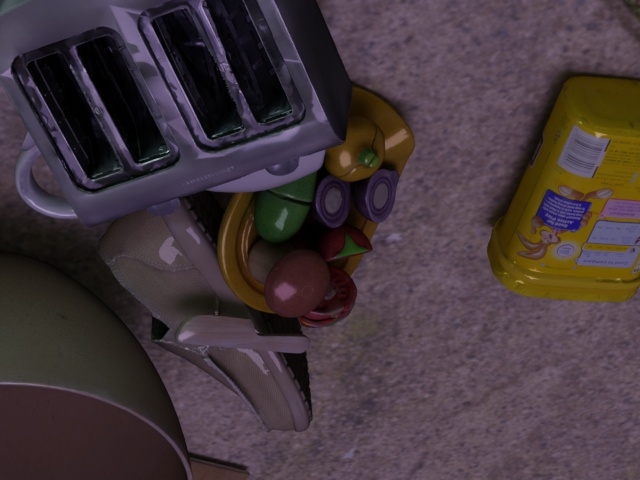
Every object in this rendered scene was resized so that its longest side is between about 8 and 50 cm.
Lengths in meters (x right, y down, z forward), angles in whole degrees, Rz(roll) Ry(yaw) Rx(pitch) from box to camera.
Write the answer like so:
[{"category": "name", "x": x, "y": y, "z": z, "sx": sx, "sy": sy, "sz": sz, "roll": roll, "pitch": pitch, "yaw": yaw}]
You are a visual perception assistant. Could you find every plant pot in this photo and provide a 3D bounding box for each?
[{"category": "plant pot", "x": -0.245, "y": 0.120, "z": 1.236, "sx": 0.284, "sy": 0.191, "sz": 0.284, "roll": -6, "pitch": 138, "yaw": -6}]

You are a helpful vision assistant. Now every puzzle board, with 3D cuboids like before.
[{"category": "puzzle board", "x": -0.138, "y": 0.237, "z": 1.519, "sx": 0.096, "sy": 0.011, "sz": 0.128, "roll": 17, "pitch": 132, "yaw": -29}]

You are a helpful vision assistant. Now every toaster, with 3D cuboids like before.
[{"category": "toaster", "x": -0.085, "y": -0.113, "z": 0.934, "sx": 0.168, "sy": 0.110, "sz": 0.185, "roll": -18, "pitch": 122, "yaw": 11}]

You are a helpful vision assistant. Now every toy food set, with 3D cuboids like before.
[{"category": "toy food set", "x": 0.000, "y": 0.000, "z": 1.176, "sx": 0.128, "sy": 0.071, "sz": 0.218, "roll": 17, "pitch": 103, "yaw": -37}]

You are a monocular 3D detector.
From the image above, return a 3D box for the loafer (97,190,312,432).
[{"category": "loafer", "x": -0.084, "y": 0.055, "z": 1.274, "sx": 0.092, "sy": 0.102, "sz": 0.268, "roll": -20, "pitch": 128, "yaw": 12}]

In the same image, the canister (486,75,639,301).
[{"category": "canister", "x": 0.211, "y": -0.038, "z": 1.245, "sx": 0.126, "sy": 0.073, "sz": 0.170, "roll": 4, "pitch": 135, "yaw": -16}]

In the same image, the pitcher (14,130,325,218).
[{"category": "pitcher", "x": -0.101, "y": -0.080, "z": 1.100, "sx": 0.207, "sy": 0.125, "sz": 0.177, "roll": 6, "pitch": 133, "yaw": -5}]
